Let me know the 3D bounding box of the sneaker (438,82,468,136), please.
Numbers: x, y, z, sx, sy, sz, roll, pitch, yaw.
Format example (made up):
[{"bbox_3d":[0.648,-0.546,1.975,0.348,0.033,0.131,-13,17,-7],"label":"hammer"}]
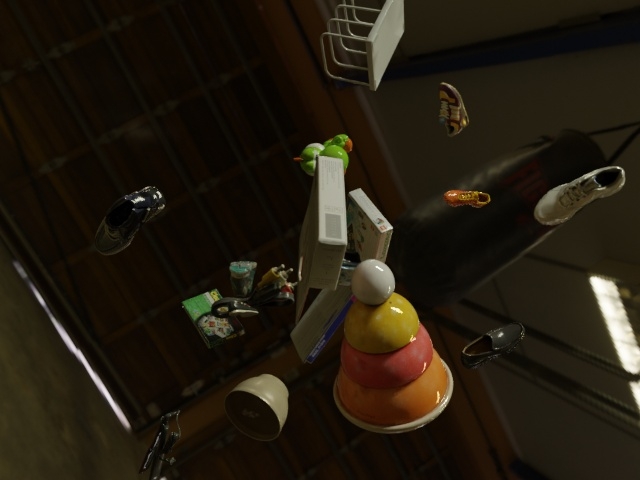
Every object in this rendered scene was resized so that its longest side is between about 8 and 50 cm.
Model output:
[{"bbox_3d":[0.419,-0.424,2.168,0.069,0.084,0.185,32,-18,54],"label":"sneaker"}]

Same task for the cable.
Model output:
[{"bbox_3d":[-0.198,0.176,2.072,0.139,0.287,0.072,52,22,-37],"label":"cable"}]

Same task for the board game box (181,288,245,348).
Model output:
[{"bbox_3d":[-0.375,0.267,2.312,0.260,0.136,0.030,45,-30,48],"label":"board game box"}]

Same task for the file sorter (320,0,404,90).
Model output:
[{"bbox_3d":[0.129,-0.633,2.016,0.173,0.277,0.193,15,-29,18],"label":"file sorter"}]

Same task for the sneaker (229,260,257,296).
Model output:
[{"bbox_3d":[-0.184,0.090,1.557,0.166,0.065,0.076,-59,150,-84],"label":"sneaker"}]

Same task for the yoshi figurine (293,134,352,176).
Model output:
[{"bbox_3d":[0.046,-0.295,2.466,0.203,0.203,0.362,57,20,1],"label":"yoshi figurine"}]

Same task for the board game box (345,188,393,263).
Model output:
[{"bbox_3d":[0.146,-0.001,2.212,0.193,0.053,0.305,54,-25,31],"label":"board game box"}]

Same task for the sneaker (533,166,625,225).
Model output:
[{"bbox_3d":[0.784,-0.149,2.023,0.111,0.297,0.129,60,9,15],"label":"sneaker"}]

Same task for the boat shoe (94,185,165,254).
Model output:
[{"bbox_3d":[-0.669,-0.054,2.178,0.127,0.340,0.158,52,26,4],"label":"boat shoe"}]

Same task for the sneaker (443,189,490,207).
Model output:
[{"bbox_3d":[0.508,-0.153,2.314,0.067,0.175,0.064,138,-52,-63],"label":"sneaker"}]

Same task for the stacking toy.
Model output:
[{"bbox_3d":[0.180,0.260,1.847,0.350,0.350,0.480,41,-32,52],"label":"stacking toy"}]

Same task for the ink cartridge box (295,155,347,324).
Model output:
[{"bbox_3d":[0.000,0.000,1.492,0.296,0.066,0.261,-90,-170,-48],"label":"ink cartridge box"}]

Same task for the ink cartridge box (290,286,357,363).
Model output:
[{"bbox_3d":[0.029,0.266,2.337,0.071,0.324,0.330,36,2,-15],"label":"ink cartridge box"}]

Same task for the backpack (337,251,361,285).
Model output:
[{"bbox_3d":[0.074,0.100,2.142,0.084,0.105,0.114,-100,-157,-43],"label":"backpack"}]

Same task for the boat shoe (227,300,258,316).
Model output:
[{"bbox_3d":[-0.226,0.201,1.954,0.133,0.049,0.042,21,48,-60],"label":"boat shoe"}]

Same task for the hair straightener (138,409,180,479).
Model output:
[{"bbox_3d":[-0.414,0.558,1.787,0.089,0.230,0.047,31,15,21],"label":"hair straightener"}]

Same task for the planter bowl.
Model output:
[{"bbox_3d":[-0.147,0.409,1.684,0.162,0.109,0.162,15,-54,22],"label":"planter bowl"}]

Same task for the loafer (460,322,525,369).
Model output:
[{"bbox_3d":[0.407,0.243,1.566,0.062,0.170,0.061,54,-4,36],"label":"loafer"}]
